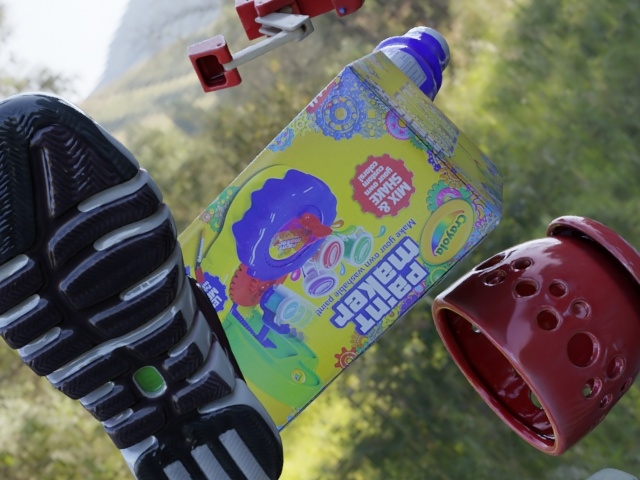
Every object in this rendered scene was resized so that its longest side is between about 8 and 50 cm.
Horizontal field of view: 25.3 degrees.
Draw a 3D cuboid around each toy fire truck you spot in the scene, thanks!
[{"bbox_3d":[-0.041,-0.230,1.499,0.192,0.047,0.135,-19,30,8],"label":"toy fire truck"}]

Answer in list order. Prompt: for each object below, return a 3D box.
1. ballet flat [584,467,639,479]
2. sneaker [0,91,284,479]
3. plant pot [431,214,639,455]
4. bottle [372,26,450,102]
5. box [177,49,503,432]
[{"bbox_3d":[0.174,0.287,1.126,0.248,0.086,0.086,-60,-1,11],"label":"ballet flat"},{"bbox_3d":[-0.122,0.022,0.807,0.106,0.281,0.162,-26,30,-3],"label":"sneaker"},{"bbox_3d":[0.228,0.080,1.369,0.174,0.191,0.191,-39,-1,-13],"label":"plant pot"},{"bbox_3d":[0.073,-0.167,1.642,0.118,0.092,0.283,-28,13,37],"label":"bottle"},{"bbox_3d":[0.000,0.000,1.254,0.290,0.177,0.279,-44,2,12],"label":"box"}]
